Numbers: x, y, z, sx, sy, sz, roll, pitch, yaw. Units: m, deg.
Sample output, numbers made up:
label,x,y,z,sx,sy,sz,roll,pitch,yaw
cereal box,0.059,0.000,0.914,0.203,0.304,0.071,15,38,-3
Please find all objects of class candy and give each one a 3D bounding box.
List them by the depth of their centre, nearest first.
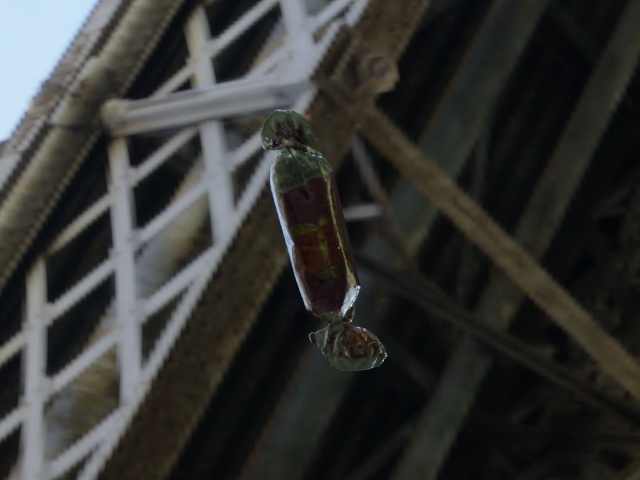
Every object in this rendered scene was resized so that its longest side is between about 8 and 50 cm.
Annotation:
label,x,y,z,sx,sy,sz,roll,pitch,yaw
candy,0.000,0.000,1.126,0.045,0.043,0.175,-15,-80,-1
